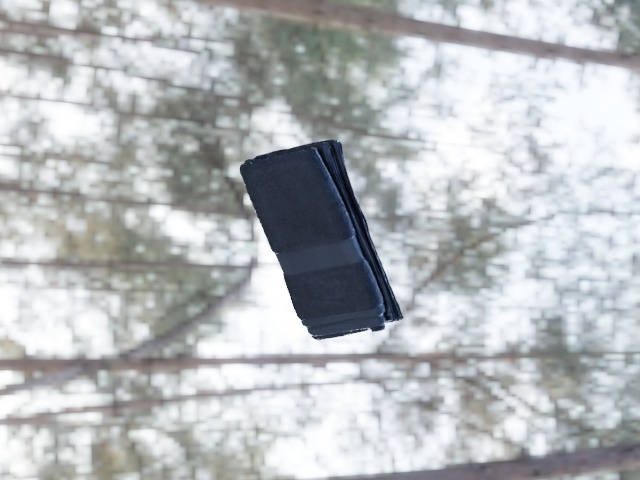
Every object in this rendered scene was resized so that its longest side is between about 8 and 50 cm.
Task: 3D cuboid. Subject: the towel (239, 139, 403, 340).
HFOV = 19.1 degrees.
[{"bbox_3d":[0.000,0.000,1.110,0.067,0.029,0.119,-10,-69,37],"label":"towel"}]
